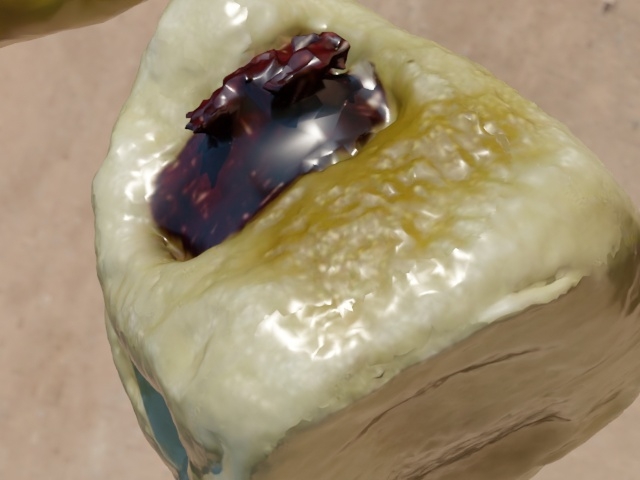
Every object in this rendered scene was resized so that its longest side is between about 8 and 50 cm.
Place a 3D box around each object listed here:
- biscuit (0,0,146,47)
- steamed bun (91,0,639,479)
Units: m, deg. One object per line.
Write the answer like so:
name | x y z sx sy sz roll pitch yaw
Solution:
biscuit | -0.130 -0.275 0.699 0.446 0.429 0.104 -35 18 23
steamed bun | 0.000 0.000 0.562 0.155 0.141 0.172 58 169 22
